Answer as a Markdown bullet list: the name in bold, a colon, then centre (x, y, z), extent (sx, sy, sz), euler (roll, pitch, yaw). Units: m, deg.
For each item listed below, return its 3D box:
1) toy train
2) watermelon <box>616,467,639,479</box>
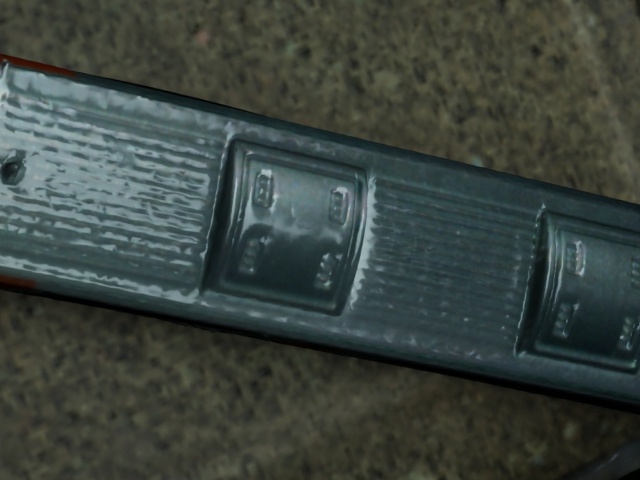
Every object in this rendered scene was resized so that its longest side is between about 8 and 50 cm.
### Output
- **toy train**: centre (0.000, 0.000, 0.776), extent (0.409, 0.089, 0.086), euler (12, 85, -25)
- **watermelon**: centre (0.156, 0.176, 0.785), extent (0.214, 0.188, 0.188), euler (-12, 90, 4)
